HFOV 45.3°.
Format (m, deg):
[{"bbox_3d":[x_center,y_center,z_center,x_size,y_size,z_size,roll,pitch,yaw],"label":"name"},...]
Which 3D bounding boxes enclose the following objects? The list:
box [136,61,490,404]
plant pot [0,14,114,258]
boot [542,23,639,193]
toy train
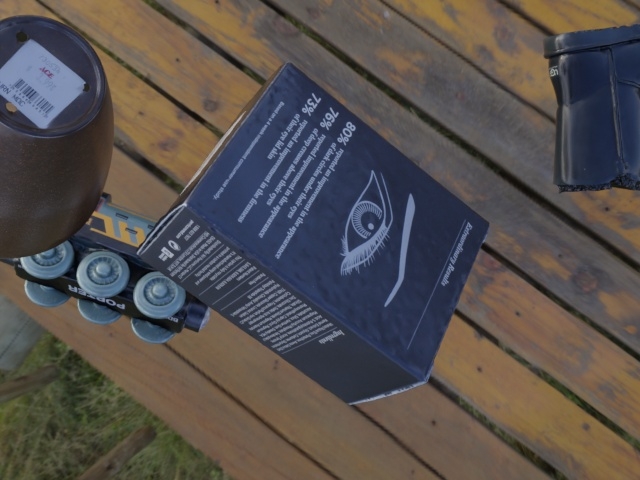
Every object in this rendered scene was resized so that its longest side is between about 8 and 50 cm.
[{"bbox_3d":[0.000,0.000,0.571,0.207,0.108,0.153,39,56,-12],"label":"box"},{"bbox_3d":[-0.282,-0.108,0.718,0.216,0.230,0.215,7,75,-28],"label":"plant pot"},{"bbox_3d":[0.405,-0.171,0.989,0.247,0.094,0.207,-10,98,-12],"label":"boot"},{"bbox_3d":[-0.318,0.029,1.201,0.334,0.142,0.190,20,56,-3],"label":"toy train"}]
